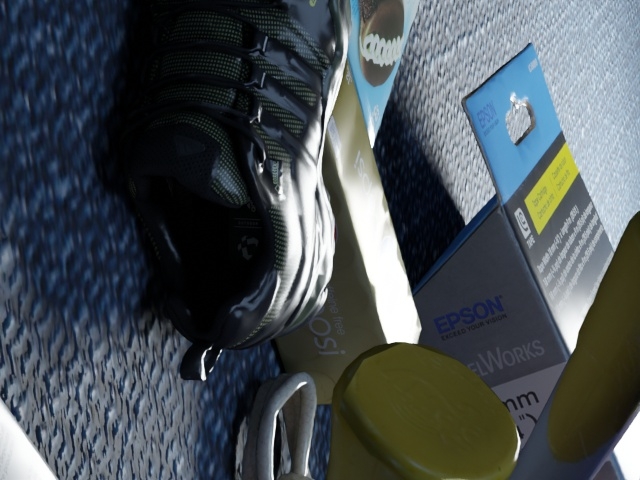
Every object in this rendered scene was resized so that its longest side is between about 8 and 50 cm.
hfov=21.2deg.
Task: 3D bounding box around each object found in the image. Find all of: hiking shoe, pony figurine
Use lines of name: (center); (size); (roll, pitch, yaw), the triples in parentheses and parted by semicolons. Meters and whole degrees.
hiking shoe: (-0.036, -0.059, 0.715); (0.114, 0.086, 0.227); (-41, 127, -72)
pony figurine: (0.025, 0.169, 0.532); (0.351, 0.303, 0.363); (-22, 147, -59)

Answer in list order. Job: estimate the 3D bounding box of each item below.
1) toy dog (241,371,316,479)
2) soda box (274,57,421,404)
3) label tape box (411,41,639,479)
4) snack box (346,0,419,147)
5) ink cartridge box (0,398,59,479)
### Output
toy dog: (0.045, 0.231, 0.799); (0.220, 0.161, 0.334); (69, 25, -45)
soda box: (0.000, 0.000, 0.857); (0.058, 0.061, 0.181); (-72, 153, -48)
label tape box: (0.145, 0.051, 1.192); (0.334, 0.105, 0.240); (66, 22, -7)
snack box: (0.014, -0.214, 0.936); (0.322, 0.060, 0.187); (-71, 153, -49)
ink cartridge box: (-0.140, 0.093, 0.437); (0.225, 0.056, 0.181); (64, 29, -43)
